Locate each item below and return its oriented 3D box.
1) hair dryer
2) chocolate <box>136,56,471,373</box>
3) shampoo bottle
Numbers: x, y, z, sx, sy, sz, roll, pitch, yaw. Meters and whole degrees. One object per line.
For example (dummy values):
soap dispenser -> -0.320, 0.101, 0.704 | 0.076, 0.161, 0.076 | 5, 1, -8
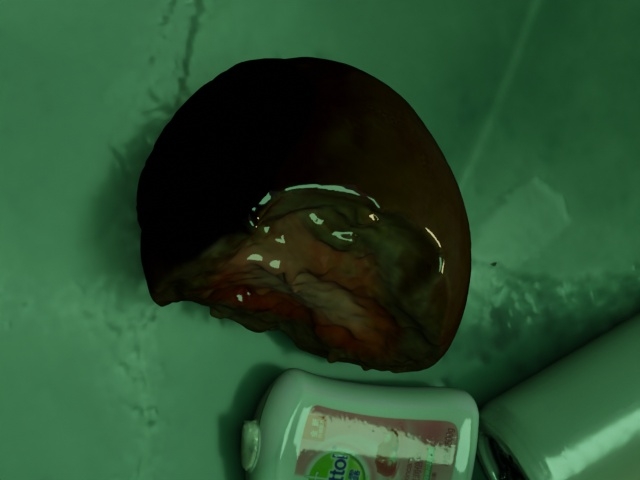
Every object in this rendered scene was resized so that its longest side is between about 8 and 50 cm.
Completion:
hair dryer -> 0.169, 0.148, 0.791 | 0.131, 0.073, 0.236 | -29, 106, -13
chocolate -> 0.000, 0.000, 0.712 | 0.127, 0.124, 0.133 | -50, 133, -14
shampoo bottle -> 0.013, 0.093, 0.747 | 0.099, 0.043, 0.072 | 10, 95, -16
